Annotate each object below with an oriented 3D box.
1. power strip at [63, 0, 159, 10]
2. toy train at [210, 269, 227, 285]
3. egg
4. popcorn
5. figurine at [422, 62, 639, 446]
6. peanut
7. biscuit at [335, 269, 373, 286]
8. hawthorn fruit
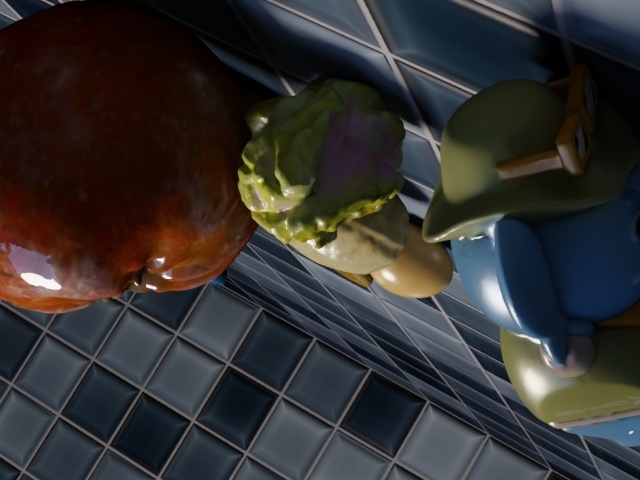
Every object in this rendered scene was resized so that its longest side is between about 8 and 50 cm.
[{"bbox_3d":[-0.202,-0.227,1.297,0.076,0.028,0.169,35,171,-20],"label":"power strip"},{"bbox_3d":[-0.229,-0.072,1.622,0.265,0.188,0.300,18,174,27],"label":"toy train"},{"bbox_3d":[0.099,0.025,1.516,0.096,0.080,0.080,37,170,-16],"label":"egg"},{"bbox_3d":[-0.001,-0.065,1.134,0.126,0.145,0.126,34,-178,41],"label":"popcorn"},{"bbox_3d":[0.162,0.010,0.877,0.154,0.180,0.262,14,154,44],"label":"figurine"},{"bbox_3d":[-0.033,-0.067,1.390,0.274,0.111,0.125,36,-174,-10],"label":"peanut"},{"bbox_3d":[0.001,-0.001,1.873,0.158,0.035,0.240,27,171,14],"label":"biscuit"},{"bbox_3d":[-0.186,-0.068,1.186,0.284,0.284,0.284,30,172,5],"label":"hawthorn fruit"}]
